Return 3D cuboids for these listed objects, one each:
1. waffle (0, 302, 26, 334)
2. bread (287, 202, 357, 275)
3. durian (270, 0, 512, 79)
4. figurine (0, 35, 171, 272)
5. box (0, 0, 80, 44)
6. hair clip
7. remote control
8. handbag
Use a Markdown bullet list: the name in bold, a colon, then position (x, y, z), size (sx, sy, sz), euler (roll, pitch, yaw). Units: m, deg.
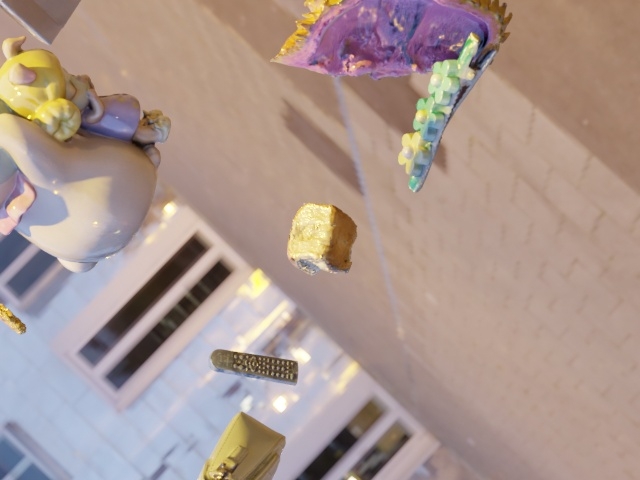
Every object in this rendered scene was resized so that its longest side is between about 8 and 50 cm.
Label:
- **waffle**: position (-0.415, 0.093, 1.701), size (0.085, 0.016, 0.078), euler (40, 163, 3)
- **bread**: position (-0.002, -0.001, 1.671), size (0.077, 0.083, 0.070), euler (3, 160, 35)
- **durian**: position (0.110, -0.310, 1.754), size (0.191, 0.341, 0.112), euler (113, 148, -46)
- **figurine**: position (-0.247, -0.074, 1.018), size (0.236, 0.155, 0.127), euler (21, -155, -36)
- **box**: position (-0.307, -0.446, 1.736), size (0.051, 0.365, 0.204), euler (31, 177, 9)
- **hair clip**: position (0.113, -0.125, 1.270), size (0.049, 0.173, 0.049), euler (21, -153, -11)
- **remote control**: position (-0.111, 0.209, 2.177), size (0.153, 0.043, 0.027), euler (11, 140, -13)
- **handbag**: position (-0.133, 0.330, 1.451), size (0.079, 0.256, 0.219), euler (29, -150, 6)
